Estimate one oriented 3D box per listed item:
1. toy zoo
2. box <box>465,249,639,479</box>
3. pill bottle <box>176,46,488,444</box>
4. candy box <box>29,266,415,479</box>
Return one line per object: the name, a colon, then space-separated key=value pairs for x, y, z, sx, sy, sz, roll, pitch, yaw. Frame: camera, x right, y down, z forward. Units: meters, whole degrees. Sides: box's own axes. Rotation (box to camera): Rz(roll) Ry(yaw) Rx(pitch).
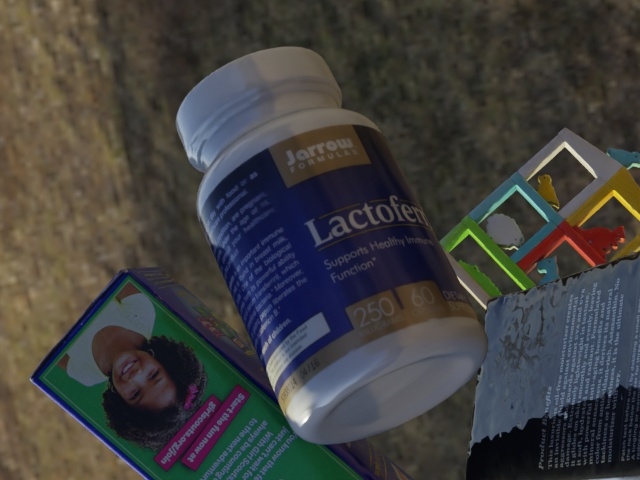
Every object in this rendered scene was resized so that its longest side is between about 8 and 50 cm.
toy zoo: x=0.319 y=-0.017 z=2.220 sx=0.192 sy=0.293 sz=0.030 roll=48 pitch=178 yaw=19
box: x=0.313 y=0.136 z=1.298 sx=0.294 sy=0.296 sz=0.183 roll=154 pitch=127 yaw=-67
pill bottle: x=0.000 y=0.000 z=1.201 sx=0.265 sy=0.153 sz=0.153 roll=64 pitch=151 yaw=23
candy box: x=-0.060 y=0.164 z=1.346 sx=0.317 sy=0.122 sz=0.268 roll=39 pitch=180 yaw=1
